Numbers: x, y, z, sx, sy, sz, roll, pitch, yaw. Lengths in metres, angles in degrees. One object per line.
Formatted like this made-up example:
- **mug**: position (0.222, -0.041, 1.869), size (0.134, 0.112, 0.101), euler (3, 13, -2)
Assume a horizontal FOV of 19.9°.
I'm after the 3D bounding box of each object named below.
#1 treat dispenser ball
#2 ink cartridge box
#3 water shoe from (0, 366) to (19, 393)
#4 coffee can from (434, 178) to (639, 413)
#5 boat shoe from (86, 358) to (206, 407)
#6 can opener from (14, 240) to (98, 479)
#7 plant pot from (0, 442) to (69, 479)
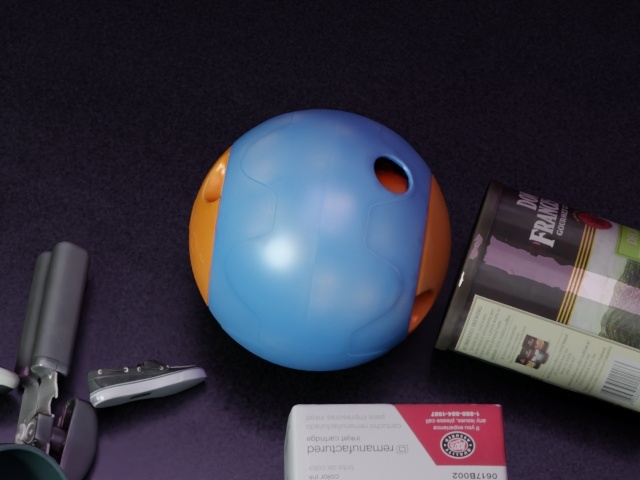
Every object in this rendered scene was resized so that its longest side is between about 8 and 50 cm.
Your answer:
- **treat dispenser ball**: position (0.000, 0.000, 2.005), size (0.288, 0.288, 0.288), euler (3, 62, -5)
- **ink cartridge box**: position (0.079, 0.326, 1.844), size (0.226, 0.131, 0.306), euler (0, 62, -6)
- **water shoe**: position (-0.427, 0.181, 1.992), size (0.203, 0.073, 0.080), euler (-6, 77, 3)
- **coffee can**: position (0.289, 0.069, 2.052), size (0.275, 0.201, 0.201), euler (19, 62, 3)
- **boat shoe**: position (-0.192, 0.152, 2.022), size (0.142, 0.049, 0.040), euler (-9, 71, -33)
- **can opener**: position (-0.288, 0.143, 2.035), size (0.095, 0.076, 0.283), euler (25, 57, -30)
- **plant pot**: position (-0.400, 0.334, 1.815), size (0.196, 0.293, 0.293), euler (6, 59, 27)
